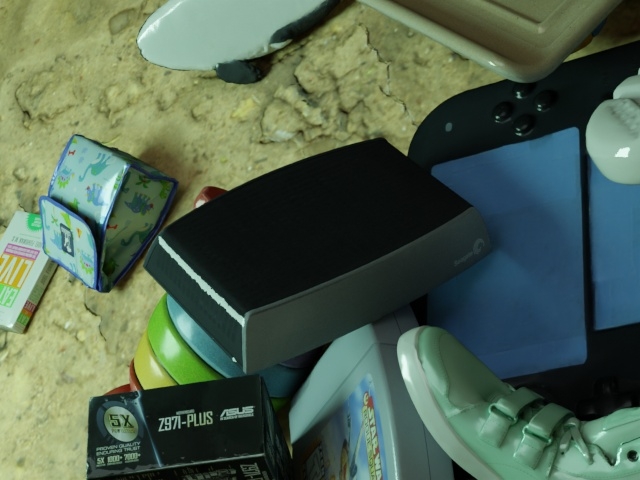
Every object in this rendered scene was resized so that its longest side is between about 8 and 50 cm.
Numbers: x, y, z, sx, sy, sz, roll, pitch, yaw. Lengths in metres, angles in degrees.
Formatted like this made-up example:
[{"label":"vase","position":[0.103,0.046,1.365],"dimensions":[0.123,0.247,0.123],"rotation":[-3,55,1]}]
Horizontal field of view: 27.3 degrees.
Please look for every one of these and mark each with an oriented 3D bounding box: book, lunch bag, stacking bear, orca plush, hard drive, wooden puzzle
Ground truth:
[{"label":"book","position":[-0.361,0.038,1.590],"dimensions":[0.096,0.035,0.144],"rotation":[10,68,39]},{"label":"lunch bag","position":[-0.253,-0.029,1.501],"dimensions":[0.128,0.096,0.151],"rotation":[29,97,44]},{"label":"stacking bear","position":[-0.110,0.122,1.228],"dimensions":[0.289,0.164,0.175],"rotation":[-50,52,18]},{"label":"orca plush","position":[-0.072,-0.282,1.505],"dimensions":[0.287,0.151,0.102],"rotation":[-33,15,23]},{"label":"hard drive","position":[0.000,0.000,1.088],"dimensions":[0.254,0.054,0.172],"rotation":[-24,47,-28]},{"label":"wooden puzzle","position":[0.215,-0.297,1.266],"dimensions":[0.348,0.080,0.322],"rotation":[-42,42,-9]}]

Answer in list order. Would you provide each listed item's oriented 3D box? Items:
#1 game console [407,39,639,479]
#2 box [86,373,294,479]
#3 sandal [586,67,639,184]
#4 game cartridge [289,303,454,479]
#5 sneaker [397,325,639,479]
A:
[{"label":"game console","position":[0.220,0.007,1.092],"dimensions":[0.342,0.060,0.387],"rotation":[-17,54,32]},{"label":"box","position":[-0.103,0.197,1.118],"dimensions":[0.147,0.180,0.078],"rotation":[-8,53,5]},{"label":"sandal","position":[0.378,-0.146,1.002],"dimensions":[0.416,0.102,0.169],"rotation":[-31,23,-10]},{"label":"game cartridge","position":[0.039,0.203,1.052],"dimensions":[0.198,0.062,0.297],"rotation":[118,153,-48]},{"label":"sneaker","position":[0.180,0.127,0.939],"dimensions":[0.256,0.094,0.151],"rotation":[47,117,10]}]
